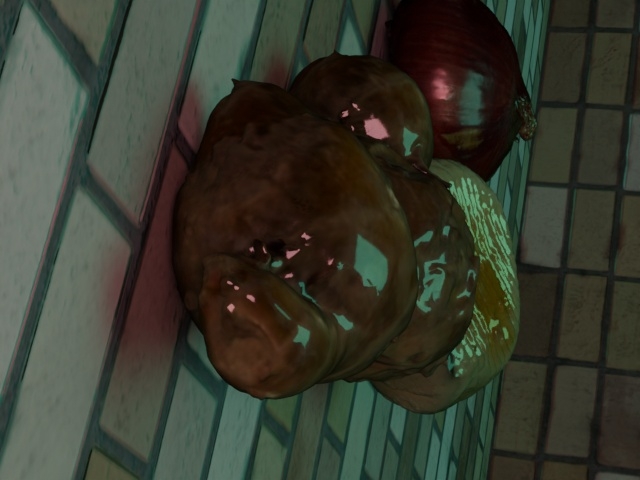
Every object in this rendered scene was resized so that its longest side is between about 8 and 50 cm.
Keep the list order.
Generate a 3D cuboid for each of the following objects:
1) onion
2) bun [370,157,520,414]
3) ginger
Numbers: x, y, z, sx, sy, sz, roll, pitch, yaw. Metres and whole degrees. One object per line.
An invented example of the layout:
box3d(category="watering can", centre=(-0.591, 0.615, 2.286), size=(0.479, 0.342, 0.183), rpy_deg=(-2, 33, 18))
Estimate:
box3d(category="onion", centre=(0.140, -0.158, 1.339), size=(0.248, 0.161, 0.248), rpy_deg=(-16, 90, -82))
box3d(category="bun", centre=(0.084, 0.037, 1.175), size=(0.244, 0.153, 0.244), rpy_deg=(31, 53, -53))
box3d(category="ginger", centre=(0.000, 0.000, 0.855), size=(0.375, 0.176, 0.256), rpy_deg=(-30, 106, -69))
